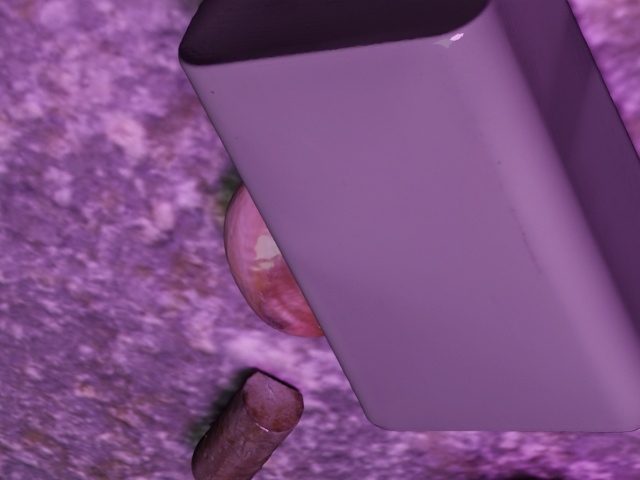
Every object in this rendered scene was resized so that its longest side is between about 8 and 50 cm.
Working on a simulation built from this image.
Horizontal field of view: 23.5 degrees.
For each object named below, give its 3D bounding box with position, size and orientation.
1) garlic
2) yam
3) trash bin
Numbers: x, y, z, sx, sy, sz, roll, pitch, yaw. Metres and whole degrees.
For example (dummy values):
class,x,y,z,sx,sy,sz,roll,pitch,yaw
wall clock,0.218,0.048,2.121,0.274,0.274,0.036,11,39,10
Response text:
class,x,y,z,sx,sy,sz,roll,pitch,yaw
garlic,-0.011,-0.005,1.166,0.128,0.090,0.198,-10,132,15
yam,-0.072,0.185,1.471,0.068,0.068,0.169,25,143,-8
trash bin,0.080,-0.042,0.989,0.222,0.158,0.343,-4,135,29
